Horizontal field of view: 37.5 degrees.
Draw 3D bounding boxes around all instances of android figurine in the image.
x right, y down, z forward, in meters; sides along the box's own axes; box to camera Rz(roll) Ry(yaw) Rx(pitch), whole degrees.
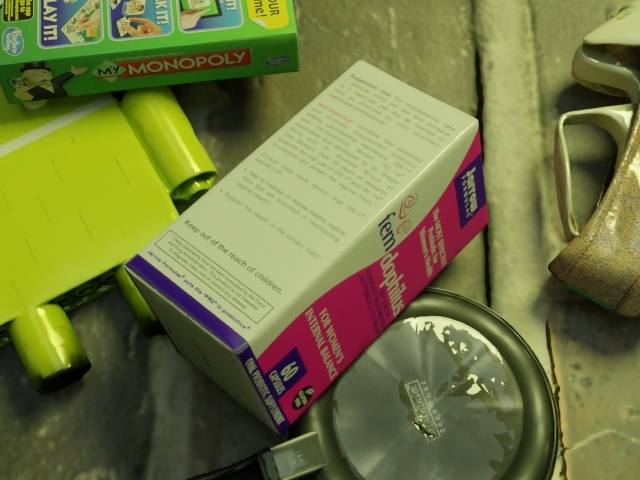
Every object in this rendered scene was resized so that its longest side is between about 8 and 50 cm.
[{"bbox_3d":[-0.207,-0.034,0.693,0.248,0.056,0.273,-26,75,-10],"label":"android figurine"}]

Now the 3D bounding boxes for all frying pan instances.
[{"bbox_3d":[0.007,0.118,0.651,0.326,0.053,0.197,4,69,-3],"label":"frying pan"}]

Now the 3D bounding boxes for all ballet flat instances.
[{"bbox_3d":[0.235,-0.101,0.703,0.106,0.107,0.316,14,69,11],"label":"ballet flat"}]

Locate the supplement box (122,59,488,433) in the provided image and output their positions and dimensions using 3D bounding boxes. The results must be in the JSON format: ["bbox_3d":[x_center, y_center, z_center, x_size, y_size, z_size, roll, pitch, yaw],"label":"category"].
[{"bbox_3d":[0.000,0.000,0.632,0.114,0.111,0.220,32,67,33],"label":"supplement box"}]

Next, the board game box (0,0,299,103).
[{"bbox_3d":[-0.142,-0.256,0.747,0.214,0.046,0.317,-8,60,-4],"label":"board game box"}]
